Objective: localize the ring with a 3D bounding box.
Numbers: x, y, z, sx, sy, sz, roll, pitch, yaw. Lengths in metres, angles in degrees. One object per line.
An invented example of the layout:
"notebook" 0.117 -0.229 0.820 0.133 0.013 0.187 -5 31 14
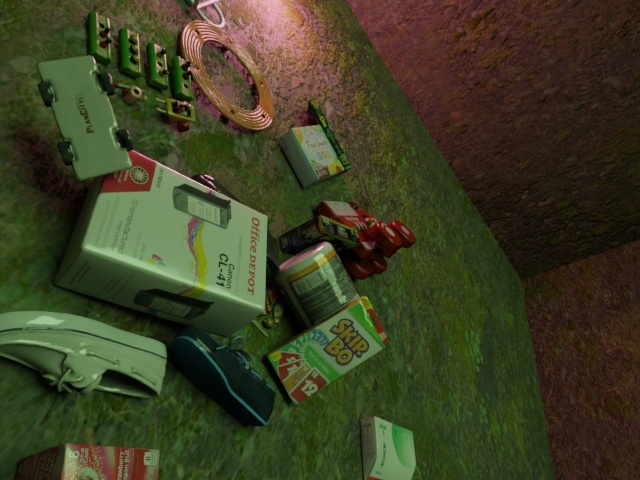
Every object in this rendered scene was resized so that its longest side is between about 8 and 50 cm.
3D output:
"ring" -0.255 -0.451 1.325 0.337 0.032 0.336 39 38 -38

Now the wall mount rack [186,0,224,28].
"wall mount rack" -0.366 -0.746 1.280 0.350 0.131 0.304 51 32 -20

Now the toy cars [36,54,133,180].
"toy cars" -0.446 -0.231 0.711 0.394 0.087 0.176 32 69 -14

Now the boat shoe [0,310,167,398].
"boat shoe" -0.331 0.170 0.662 0.267 0.096 0.088 38 33 -50

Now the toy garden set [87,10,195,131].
"toy garden set" -0.373 -0.363 1.037 0.244 0.049 0.203 14 59 -50

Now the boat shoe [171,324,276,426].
"boat shoe" -0.171 0.234 0.863 0.258 0.109 0.089 63 37 -33

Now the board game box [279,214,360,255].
"board game box" 0.000 0.000 1.258 0.170 0.141 0.048 19 50 -51

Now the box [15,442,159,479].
"box" -0.281 0.376 0.540 0.128 0.123 0.256 31 43 -44

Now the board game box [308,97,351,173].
"board game box" 0.029 -0.355 1.636 0.259 0.030 0.136 62 -3 -4

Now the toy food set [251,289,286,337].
"toy food set" -0.114 0.156 1.080 0.078 0.019 0.122 51 32 -22

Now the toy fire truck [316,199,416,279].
"toy fire truck" 0.139 -0.031 1.506 0.253 0.169 0.302 51 25 17

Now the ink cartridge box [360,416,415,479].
"ink cartridge box" 0.174 0.571 1.177 0.181 0.056 0.224 36 38 -38

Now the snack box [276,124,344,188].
"snack box" -0.026 -0.269 1.500 0.174 0.070 0.207 62 28 -2

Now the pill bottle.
"pill bottle" 0.017 0.156 1.143 0.278 0.162 0.162 61 30 -6

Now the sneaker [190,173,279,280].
"sneaker" -0.189 -0.037 1.050 0.286 0.109 0.130 56 23 -31

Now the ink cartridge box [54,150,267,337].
"ink cartridge box" -0.251 0.008 0.823 0.306 0.131 0.226 24 45 -31

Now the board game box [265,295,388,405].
"board game box" 0.023 0.236 1.043 0.260 0.039 0.124 -29 96 -17
